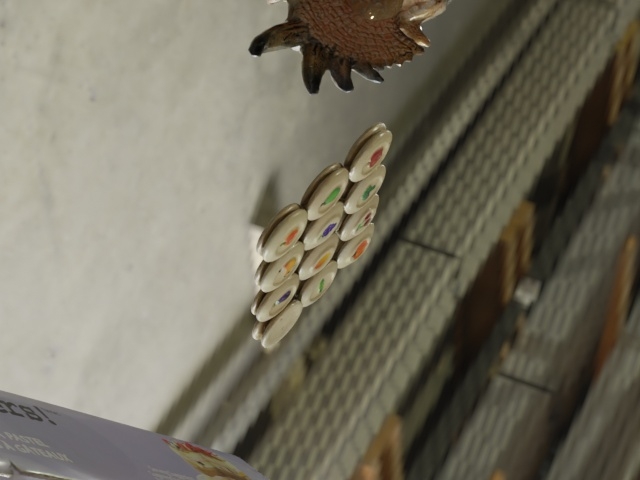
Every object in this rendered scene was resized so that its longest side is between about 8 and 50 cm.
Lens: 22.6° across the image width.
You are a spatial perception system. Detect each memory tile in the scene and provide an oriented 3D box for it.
[{"bbox_3d":[0.000,0.000,0.969,0.113,0.012,0.148,-43,162,-23],"label":"memory tile"}]

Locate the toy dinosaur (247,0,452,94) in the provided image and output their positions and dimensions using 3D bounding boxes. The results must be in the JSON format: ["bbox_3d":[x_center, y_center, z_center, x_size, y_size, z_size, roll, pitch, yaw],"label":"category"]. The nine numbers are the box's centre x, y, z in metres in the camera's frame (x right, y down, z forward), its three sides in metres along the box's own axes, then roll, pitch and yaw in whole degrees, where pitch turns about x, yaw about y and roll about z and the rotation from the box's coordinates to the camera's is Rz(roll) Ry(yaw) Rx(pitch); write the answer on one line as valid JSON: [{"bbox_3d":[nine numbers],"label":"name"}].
[{"bbox_3d":[0.011,-0.169,0.674,0.296,0.200,0.127,49,33,-39],"label":"toy dinosaur"}]

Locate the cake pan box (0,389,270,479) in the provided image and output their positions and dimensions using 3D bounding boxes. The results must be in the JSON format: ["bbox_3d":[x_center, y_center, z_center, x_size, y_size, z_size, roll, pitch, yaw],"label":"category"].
[{"bbox_3d":[-0.147,0.160,0.491,0.267,0.070,0.246,23,98,-50],"label":"cake pan box"}]
